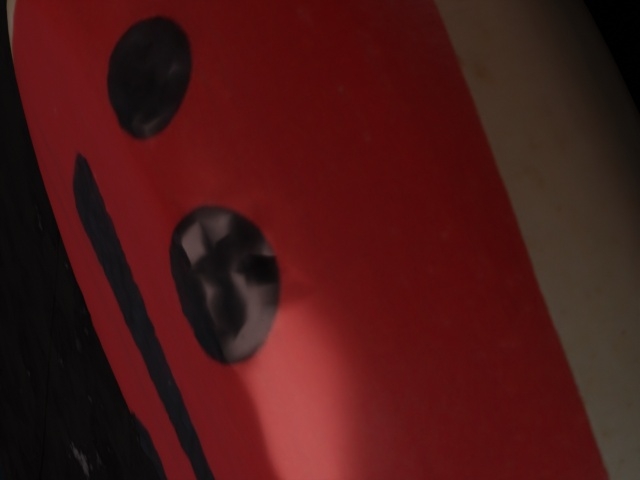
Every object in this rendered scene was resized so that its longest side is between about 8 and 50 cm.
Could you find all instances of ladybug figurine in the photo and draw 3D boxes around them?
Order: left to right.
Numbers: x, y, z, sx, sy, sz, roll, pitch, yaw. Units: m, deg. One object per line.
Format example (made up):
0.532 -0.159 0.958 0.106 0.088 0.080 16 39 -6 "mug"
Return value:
0.000 0.000 0.629 0.449 0.161 0.305 62 156 26 "ladybug figurine"
